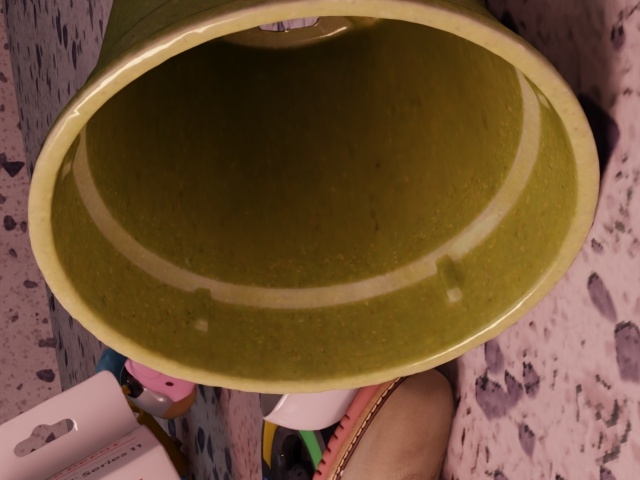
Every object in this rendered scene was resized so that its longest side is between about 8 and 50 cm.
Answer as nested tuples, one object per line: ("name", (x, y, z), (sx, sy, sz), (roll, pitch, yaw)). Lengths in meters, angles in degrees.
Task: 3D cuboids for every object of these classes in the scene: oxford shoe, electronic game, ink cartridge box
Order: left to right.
("ink cartridge box", (-0.220, 0.338, 1.337), (0.353, 0.207, 0.119), (64, 166, -11))
("electronic game", (-0.010, 0.234, 1.088), (0.229, 0.048, 0.229), (174, 90, -71))
("oxford shoe", (0.058, 0.239, 0.844), (0.130, 0.123, 0.348), (22, 116, 32))

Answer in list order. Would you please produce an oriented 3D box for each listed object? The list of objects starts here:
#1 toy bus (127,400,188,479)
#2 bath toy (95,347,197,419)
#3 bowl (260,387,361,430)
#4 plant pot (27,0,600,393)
("toy bus", (-0.225, 0.296, 1.661), (0.104, 0.191, 0.202), (-57, -3, -32))
("bath toy", (-0.162, 0.109, 1.374), (0.348, 0.129, 0.151), (140, 121, -68))
("bowl", (0.017, 0.054, 0.845), (0.142, 0.053, 0.142), (-59, 10, 13))
("plant pot", (-0.012, -0.098, 0.699), (0.276, 0.276, 0.253), (104, 165, -46))
